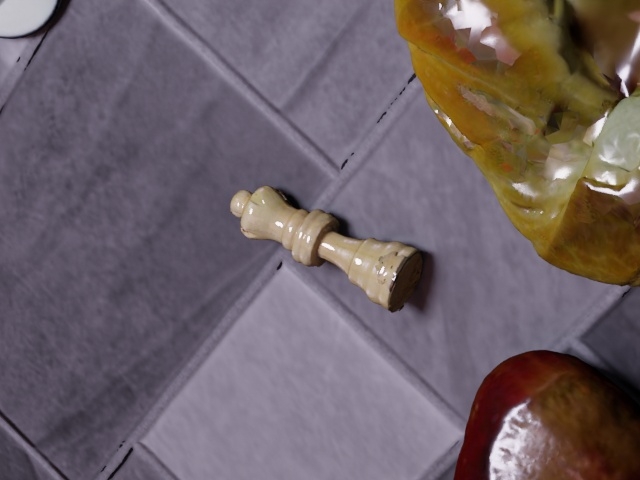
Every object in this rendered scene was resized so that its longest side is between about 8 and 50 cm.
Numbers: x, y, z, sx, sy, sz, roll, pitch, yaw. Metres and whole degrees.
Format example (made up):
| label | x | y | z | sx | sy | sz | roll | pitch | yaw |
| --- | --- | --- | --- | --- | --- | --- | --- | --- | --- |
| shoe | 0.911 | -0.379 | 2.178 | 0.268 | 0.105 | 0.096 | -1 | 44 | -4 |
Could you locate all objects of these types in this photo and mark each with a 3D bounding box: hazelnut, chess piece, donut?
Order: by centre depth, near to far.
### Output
| label | x | y | z | sx | sy | sz | roll | pitch | yaw |
| --- | --- | --- | --- | --- | --- | --- | --- | --- | --- |
| donut | 0.223 | -0.150 | 1.156 | 0.360 | 0.170 | 0.360 | 13 | 116 | 27 |
| hazelnut | 0.187 | 0.186 | 1.341 | 0.178 | 0.178 | 0.204 | -19 | 97 | 34 |
| chess piece | 0.000 | 0.001 | 1.422 | 0.172 | 0.060 | 0.060 | 25 | 122 | 21 |

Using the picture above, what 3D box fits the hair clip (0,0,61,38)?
| label | x | y | z | sx | sy | sz | roll | pitch | yaw |
| --- | --- | --- | --- | --- | --- | --- | --- | --- | --- |
| hair clip | -0.276 | -0.251 | 1.469 | 0.140 | 0.054 | 0.220 | 48 | 129 | -2 |
